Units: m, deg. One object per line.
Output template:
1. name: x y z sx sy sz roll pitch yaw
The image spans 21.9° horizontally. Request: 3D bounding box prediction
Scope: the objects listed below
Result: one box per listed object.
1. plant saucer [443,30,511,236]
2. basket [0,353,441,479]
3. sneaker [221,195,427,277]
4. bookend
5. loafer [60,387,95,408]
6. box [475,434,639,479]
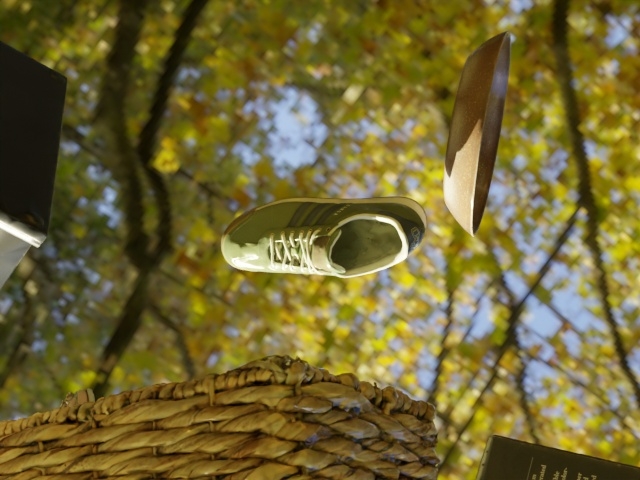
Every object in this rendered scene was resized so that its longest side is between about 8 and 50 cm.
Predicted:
1. plant saucer: 0.147 -0.104 1.575 0.036 0.198 0.198 11 -114 10
2. basket: -0.074 0.216 1.000 0.299 0.213 0.223 -16 -113 29
3. sneaker: 0.000 0.000 1.491 0.192 0.064 0.086 -7 -163 6
4. bookend: -0.199 -0.005 0.821 0.157 0.072 0.156 -51 -157 25
5. loafer: -0.191 0.140 1.257 0.125 0.039 0.045 -139 -126 -74
6. box: 0.236 0.234 1.287 0.207 0.153 0.108 9 -102 30
